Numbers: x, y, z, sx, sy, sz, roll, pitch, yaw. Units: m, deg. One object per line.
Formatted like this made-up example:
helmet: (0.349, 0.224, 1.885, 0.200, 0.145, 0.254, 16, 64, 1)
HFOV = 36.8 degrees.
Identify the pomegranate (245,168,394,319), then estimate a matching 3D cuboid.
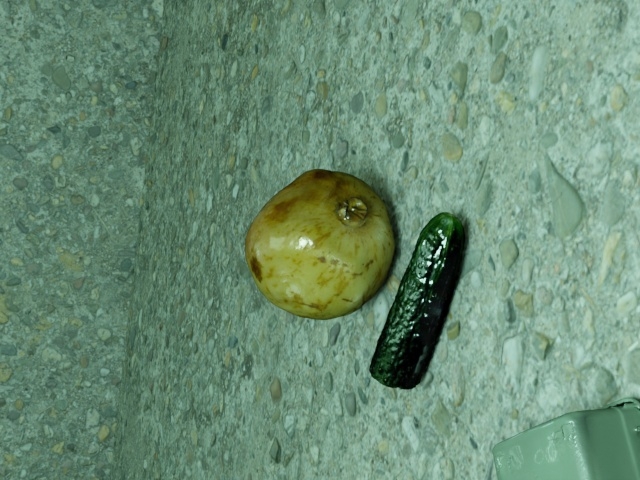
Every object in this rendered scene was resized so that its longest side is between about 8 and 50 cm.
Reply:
pomegranate: (0.000, 0.000, 1.362, 0.215, 0.215, 0.215, -22, 65, 61)

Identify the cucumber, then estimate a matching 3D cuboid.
cucumber: (0.132, 0.077, 1.239, 0.074, 0.074, 0.241, 52, 129, 55)

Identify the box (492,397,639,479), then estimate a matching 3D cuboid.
box: (0.247, 0.232, 0.947, 0.172, 0.092, 0.124, -46, 46, 52)
